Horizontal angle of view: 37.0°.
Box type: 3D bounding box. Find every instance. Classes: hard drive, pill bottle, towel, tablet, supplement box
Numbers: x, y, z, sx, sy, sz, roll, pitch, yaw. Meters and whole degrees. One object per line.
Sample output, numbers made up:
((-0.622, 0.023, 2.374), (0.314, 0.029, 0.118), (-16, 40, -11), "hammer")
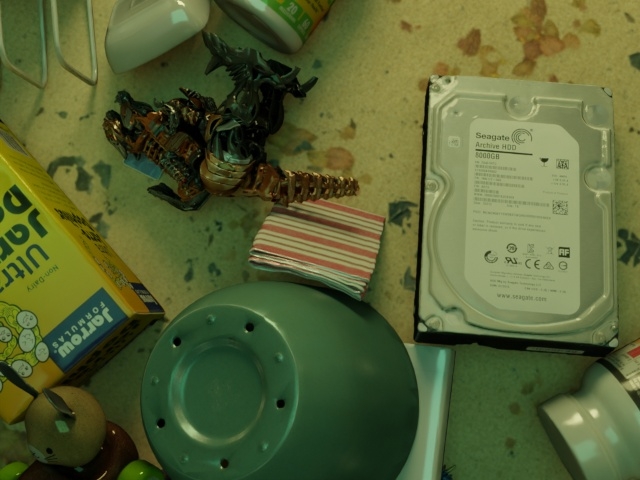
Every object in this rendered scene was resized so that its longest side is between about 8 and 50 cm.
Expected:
((0.239, -0.036, 1.168), (0.237, 0.064, 0.339), (5, 70, 1), "hard drive")
((0.413, 0.190, 1.140), (0.278, 0.162, 0.162), (-27, 86, -1), "pill bottle")
((0.000, 0.000, 1.162), (0.144, 0.197, 0.029), (16, 117, 3), "towel")
((0.041, 0.279, 1.157), (0.210, 0.040, 0.319), (4, 80, 23), "hard drive")
((-0.218, -0.126, 1.256), (0.054, 0.006, 0.083), (26, 88, 3), "tablet")
((-0.387, 0.018, 1.155), (0.194, 0.195, 0.356), (-42, 87, -2), "supplement box")
((-0.017, -0.370, 1.203), (0.136, 0.136, 0.246), (35, 87, 3), "pill bottle")

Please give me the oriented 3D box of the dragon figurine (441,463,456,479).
((0.219, 0.364, 1.171), (0.289, 0.085, 0.144), (17, 87, 4), "dragon figurine")

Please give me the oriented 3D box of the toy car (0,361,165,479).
((-0.275, 0.211, 0.992), (0.155, 0.188, 0.149), (19, 47, 36), "toy car")

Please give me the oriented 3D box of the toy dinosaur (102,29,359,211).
((-0.108, -0.128, 1.194), (0.322, 0.164, 0.218), (20, 96, -8), "toy dinosaur")

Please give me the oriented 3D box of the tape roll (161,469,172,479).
((-0.235, 0.332, 1.132), (0.189, 0.189, 0.080), (-14, 85, 0), "tape roll")

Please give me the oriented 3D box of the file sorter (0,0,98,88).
((-0.433, -0.278, 1.182), (0.277, 0.193, 0.173), (-4, 89, 1), "file sorter")

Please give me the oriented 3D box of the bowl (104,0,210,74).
((-0.210, -0.280, 1.193), (0.142, 0.142, 0.053), (-26, 123, 13), "bowl")

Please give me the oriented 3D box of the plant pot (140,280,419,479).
((-0.061, 0.177, 1.070), (0.293, 0.235, 0.293), (-5, 76, 20), "plant pot")
